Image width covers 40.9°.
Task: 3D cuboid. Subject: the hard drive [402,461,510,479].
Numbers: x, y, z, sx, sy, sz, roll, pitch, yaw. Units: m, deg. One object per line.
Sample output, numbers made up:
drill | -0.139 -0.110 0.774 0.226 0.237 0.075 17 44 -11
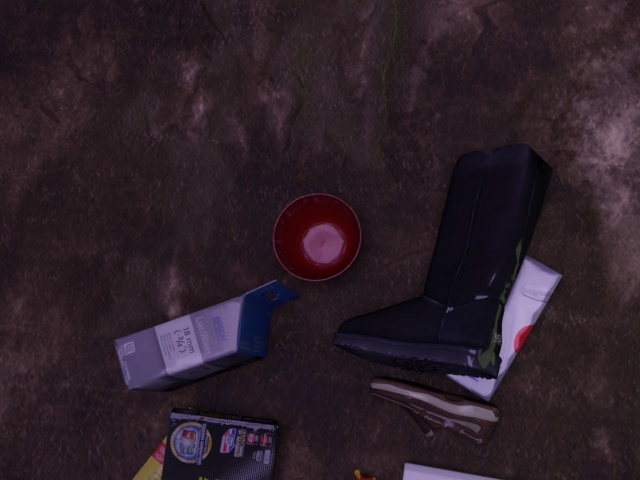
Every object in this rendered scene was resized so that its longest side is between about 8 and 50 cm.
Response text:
hard drive | 0.321 0.572 1.643 0.353 0.047 0.233 8 82 10

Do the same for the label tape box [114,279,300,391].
label tape box | -0.201 0.198 1.701 0.334 0.240 0.106 -20 77 6

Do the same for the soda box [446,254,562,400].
soda box | 0.359 0.170 1.686 0.098 0.091 0.286 31 86 13

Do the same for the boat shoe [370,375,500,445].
boat shoe | 0.215 0.339 1.681 0.257 0.095 0.095 14 88 12

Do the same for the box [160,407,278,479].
box | -0.207 0.480 1.703 0.216 0.060 0.270 8 89 -3

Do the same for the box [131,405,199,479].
box | -0.305 0.458 1.766 0.087 0.058 0.232 39 88 12

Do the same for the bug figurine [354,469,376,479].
bug figurine | 0.027 0.580 1.649 0.279 0.072 0.216 -22 71 -7

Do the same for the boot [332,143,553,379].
boot | 0.235 0.032 1.693 0.367 0.146 0.445 3 70 38

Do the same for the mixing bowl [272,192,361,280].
mixing bowl | 0.000 0.000 1.776 0.181 0.098 0.181 -2 80 9
